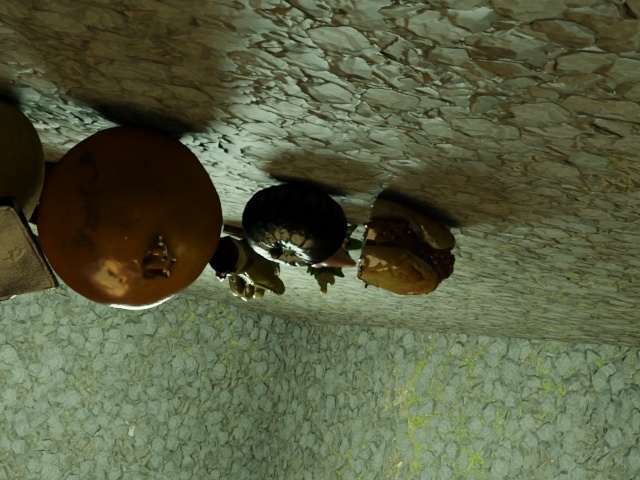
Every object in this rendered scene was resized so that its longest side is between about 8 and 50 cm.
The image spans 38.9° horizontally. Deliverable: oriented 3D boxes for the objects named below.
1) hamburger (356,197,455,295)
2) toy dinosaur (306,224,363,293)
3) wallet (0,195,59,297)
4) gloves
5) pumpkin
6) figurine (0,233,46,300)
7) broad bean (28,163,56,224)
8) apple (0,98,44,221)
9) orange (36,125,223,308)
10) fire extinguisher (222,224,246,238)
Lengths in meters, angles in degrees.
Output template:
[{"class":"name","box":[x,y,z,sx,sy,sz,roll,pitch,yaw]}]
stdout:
[{"class":"hamburger","box":[0.160,0.020,1.745,0.245,0.155,0.282,10,166,-13]},{"class":"toy dinosaur","box":[0.006,-0.004,1.922,0.194,0.152,0.177,51,180,17]},{"class":"wallet","box":[-0.521,0.015,1.488,0.122,0.031,0.232,-10,142,-2]},{"class":"gloves","box":[-0.192,0.068,2.418,0.154,0.141,0.331,-7,163,16]},{"class":"pumpkin","box":[-0.049,-0.033,1.736,0.202,0.140,0.202,8,153,4]},{"class":"figurine","box":[-0.666,-0.028,1.892,0.193,0.154,0.420,14,139,18]},{"class":"broad bean","box":[-0.574,-0.099,1.994,0.229,0.156,0.122,3,-150,8]},{"class":"apple","box":[-0.627,-0.117,1.546,0.299,0.275,0.299,17,171,3]},{"class":"orange","box":[-0.321,-0.040,1.529,0.312,0.312,0.312,11,170,2]},{"class":"fire extinguisher","box":[-0.205,-0.018,2.287,0.083,0.022,0.028,13,133,-14]}]
